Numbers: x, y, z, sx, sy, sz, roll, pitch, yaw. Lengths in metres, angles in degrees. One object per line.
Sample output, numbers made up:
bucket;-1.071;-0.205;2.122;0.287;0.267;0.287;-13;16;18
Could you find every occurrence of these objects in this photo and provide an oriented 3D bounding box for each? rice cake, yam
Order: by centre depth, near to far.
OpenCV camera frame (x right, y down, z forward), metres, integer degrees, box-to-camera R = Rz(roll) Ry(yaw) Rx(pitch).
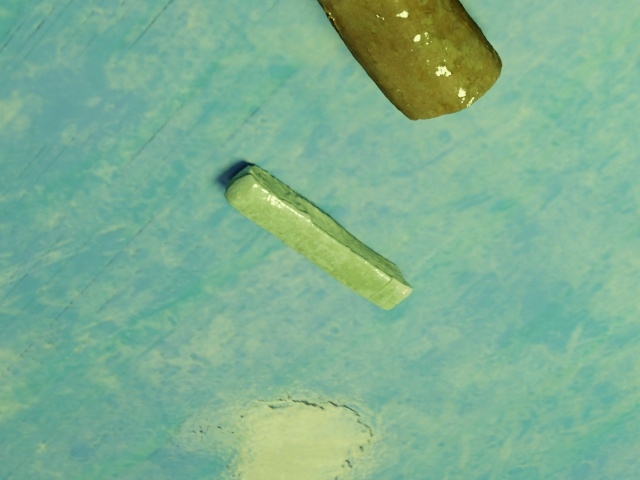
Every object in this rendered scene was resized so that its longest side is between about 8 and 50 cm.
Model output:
yam;0.054;-0.138;0.909;0.084;0.084;0.127;-25;124;19
rice cake;0.001;0.000;1.058;0.170;0.029;0.033;36;118;-28
